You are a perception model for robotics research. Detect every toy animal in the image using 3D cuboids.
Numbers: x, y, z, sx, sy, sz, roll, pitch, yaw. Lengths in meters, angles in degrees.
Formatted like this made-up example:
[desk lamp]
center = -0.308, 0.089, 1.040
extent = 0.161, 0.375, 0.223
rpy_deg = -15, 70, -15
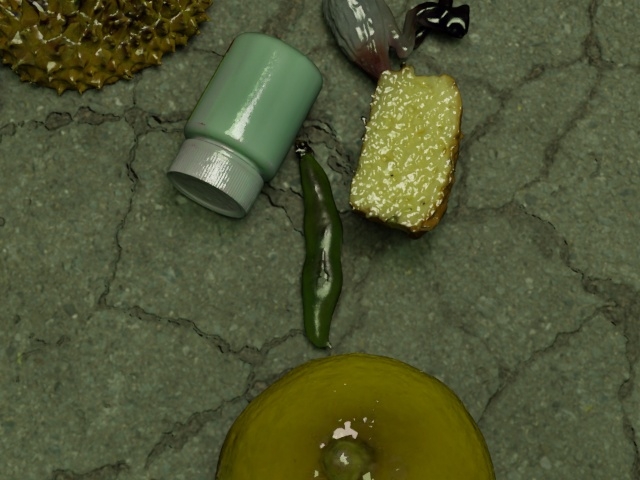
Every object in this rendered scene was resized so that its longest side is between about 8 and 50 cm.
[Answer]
[toy animal]
center = 0.047, -0.340, 1.932
extent = 0.324, 0.090, 0.195
rpy_deg = 28, 68, -6

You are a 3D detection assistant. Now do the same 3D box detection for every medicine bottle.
[medicine bottle]
center = -0.101, -0.156, 1.846
extent = 0.139, 0.139, 0.225
rpy_deg = 26, 74, 3

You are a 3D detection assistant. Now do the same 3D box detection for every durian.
[durian]
center = -0.306, -0.307, 1.886
extent = 0.341, 0.112, 0.191
rpy_deg = -6, 75, -6

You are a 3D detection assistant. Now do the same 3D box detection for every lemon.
[lemon]
center = 0.043, 0.293, 1.630
extent = 0.364, 0.364, 0.364
rpy_deg = 1, 75, -4

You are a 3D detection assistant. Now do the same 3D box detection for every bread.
[bread]
center = 0.113, -0.110, 1.849
extent = 0.143, 0.139, 0.229
rpy_deg = 15, 74, 2

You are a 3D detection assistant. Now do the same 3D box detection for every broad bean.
[broad bean]
center = 0.001, 0.000, 1.861
extent = 0.060, 0.043, 0.298
rpy_deg = -5, 74, 6
